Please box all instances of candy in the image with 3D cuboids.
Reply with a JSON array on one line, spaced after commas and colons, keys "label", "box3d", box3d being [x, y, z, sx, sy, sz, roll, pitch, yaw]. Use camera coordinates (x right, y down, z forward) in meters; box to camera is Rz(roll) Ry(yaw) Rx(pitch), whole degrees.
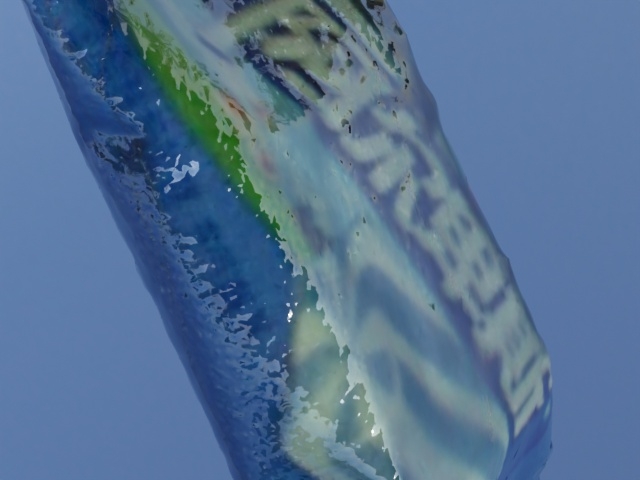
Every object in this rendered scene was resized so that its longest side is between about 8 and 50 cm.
[{"label": "candy", "box3d": [0.000, 0.000, 0.565, 0.077, 0.331, 0.187, -18, -164, 27]}]
